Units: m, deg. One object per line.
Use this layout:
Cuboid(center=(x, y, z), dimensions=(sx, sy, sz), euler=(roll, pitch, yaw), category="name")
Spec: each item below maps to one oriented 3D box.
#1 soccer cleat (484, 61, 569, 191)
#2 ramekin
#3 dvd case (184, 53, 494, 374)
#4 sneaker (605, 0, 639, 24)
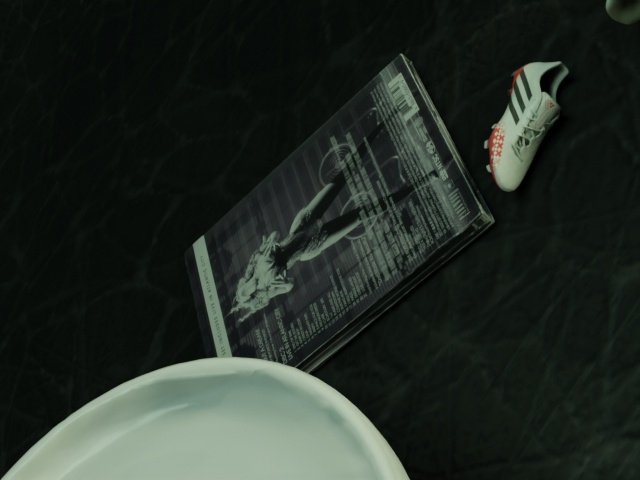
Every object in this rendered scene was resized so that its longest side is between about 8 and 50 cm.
Cuboid(center=(0.118, -0.067, 0.616), dimensions=(0.035, 0.029, 0.083), euler=(-8, 55, 50), category="soccer cleat")
Cuboid(center=(-0.054, 0.200, 0.504), dimensions=(0.273, 0.127, 0.273), euler=(-19, 46, 21), category="ramekin")
Cuboid(center=(0.000, 0.000, 0.710), dimensions=(0.221, 0.018, 0.164), euler=(-41, 42, 21), category="dvd case")
Cuboid(center=(0.218, -0.130, 0.527), dimensions=(0.192, 0.064, 0.086), euler=(29, 95, 53), category="sneaker")
